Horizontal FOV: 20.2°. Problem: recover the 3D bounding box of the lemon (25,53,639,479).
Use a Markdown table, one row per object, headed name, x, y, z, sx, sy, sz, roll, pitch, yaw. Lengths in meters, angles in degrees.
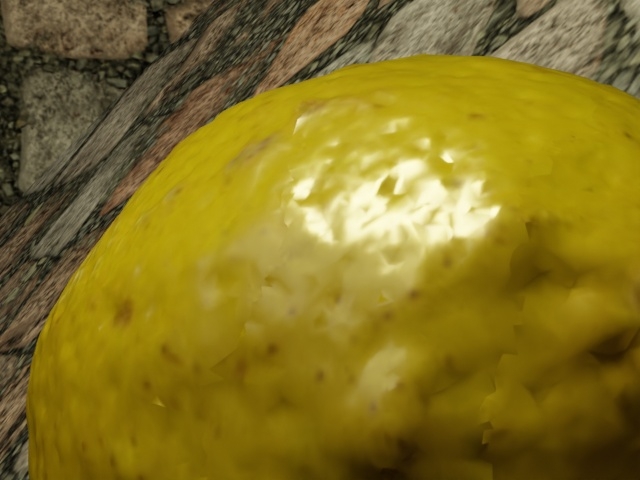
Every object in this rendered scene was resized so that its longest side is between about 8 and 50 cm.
| name | x | y | z | sx | sy | sz | roll | pitch | yaw |
| --- | --- | --- | --- | --- | --- | --- | --- | --- | --- |
| lemon | 0.038 | 0.063 | 0.598 | 0.310 | 0.253 | 0.253 | -25 | 27 | 49 |
